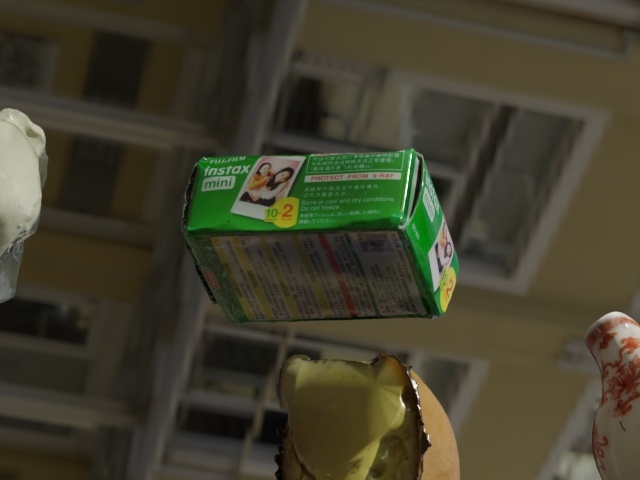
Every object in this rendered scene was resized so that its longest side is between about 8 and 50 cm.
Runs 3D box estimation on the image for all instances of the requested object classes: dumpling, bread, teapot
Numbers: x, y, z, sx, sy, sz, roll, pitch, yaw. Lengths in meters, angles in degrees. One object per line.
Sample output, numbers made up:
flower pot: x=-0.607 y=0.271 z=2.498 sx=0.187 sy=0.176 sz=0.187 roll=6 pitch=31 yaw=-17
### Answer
dumpling: x=-0.253 y=-0.019 z=1.475 sx=0.169 sy=0.100 sz=0.134 roll=-99 pitch=179 yaw=-74
bread: x=0.056 y=0.254 z=2.137 sx=0.204 sy=0.162 sz=0.262 roll=-3 pitch=-102 yaw=41
teapot: x=0.295 y=0.156 z=1.528 sx=0.159 sy=0.245 sz=0.116 roll=-40 pitch=-147 yaw=-2

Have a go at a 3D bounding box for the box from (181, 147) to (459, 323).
box: x=0.000 y=0.000 z=1.968 sx=0.180 sy=0.250 sz=0.103 roll=69 pitch=25 yaw=-50
